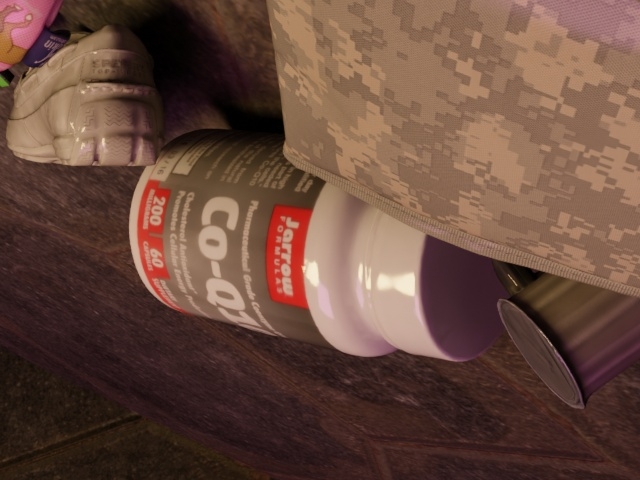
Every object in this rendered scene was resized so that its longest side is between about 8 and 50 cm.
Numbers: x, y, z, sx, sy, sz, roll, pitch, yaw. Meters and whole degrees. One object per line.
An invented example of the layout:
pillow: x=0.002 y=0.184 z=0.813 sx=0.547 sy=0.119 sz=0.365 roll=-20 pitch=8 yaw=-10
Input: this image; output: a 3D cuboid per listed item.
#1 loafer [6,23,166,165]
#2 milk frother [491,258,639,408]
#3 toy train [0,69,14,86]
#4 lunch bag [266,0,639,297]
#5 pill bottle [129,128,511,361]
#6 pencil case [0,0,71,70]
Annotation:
loafer: x=-0.202 y=-0.120 z=0.877 sx=0.112 sy=0.112 sz=0.319 roll=-1 pitch=-175 yaw=-27
milk frother: x=0.187 y=0.038 z=0.684 sx=0.129 sy=0.134 sz=0.143 roll=52 pitch=172 yaw=39
toy train: x=-0.299 y=-0.164 z=0.895 sx=0.023 sy=0.017 sz=0.083 roll=-1 pitch=145 yaw=35
lunch bag: x=0.129 y=-0.089 z=0.443 sx=0.287 sy=0.169 sz=0.235 roll=28 pitch=158 yaw=16
pill bottle: x=0.000 y=0.000 z=0.795 sx=0.283 sy=0.161 sz=0.161 roll=9 pitch=150 yaw=40
pencil case: x=-0.330 y=-0.200 z=0.566 sx=0.386 sy=0.167 sz=0.160 roll=8 pitch=173 yaw=-34
